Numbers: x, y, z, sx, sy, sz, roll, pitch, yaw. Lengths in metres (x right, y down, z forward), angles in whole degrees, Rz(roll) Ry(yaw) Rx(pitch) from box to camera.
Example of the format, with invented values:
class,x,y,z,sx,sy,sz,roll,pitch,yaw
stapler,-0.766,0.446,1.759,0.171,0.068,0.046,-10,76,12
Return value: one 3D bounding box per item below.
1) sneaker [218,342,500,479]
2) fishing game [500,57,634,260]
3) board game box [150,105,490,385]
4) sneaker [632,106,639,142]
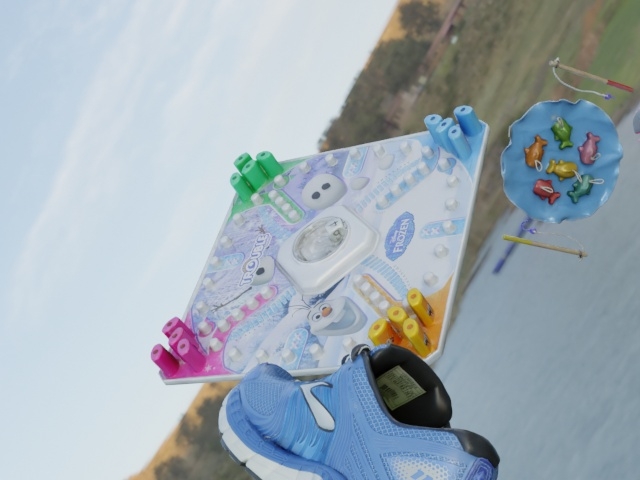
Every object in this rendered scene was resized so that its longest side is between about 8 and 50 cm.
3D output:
class,x,y,z,sx,sy,sz,roll,pitch,yaw
sneaker,0.033,0.152,0.766,0.147,0.129,0.330,-58,29,-6
fishing game,0.344,-0.112,1.392,0.041,0.189,0.264,-138,65,-74
board game box,0.000,0.000,1.256,0.050,0.390,0.390,56,-142,-37
sneaker,0.316,-0.067,0.853,0.057,0.119,0.047,-20,4,-20
